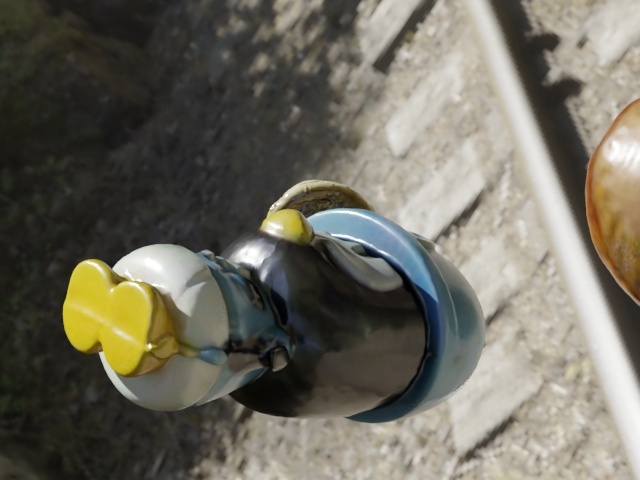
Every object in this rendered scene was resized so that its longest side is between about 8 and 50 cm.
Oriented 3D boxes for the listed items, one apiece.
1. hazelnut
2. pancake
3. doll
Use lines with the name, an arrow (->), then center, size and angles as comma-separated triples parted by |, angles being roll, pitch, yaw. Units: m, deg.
hazelnut -> 0.286, -0.014, 0.923 | 0.176, 0.214, 0.214 | -55, 24, 2
pancake -> 0.000, 0.000, 1.485 | 0.139, 0.139, 0.022 | -57, 9, 8
doll -> -0.009, 0.048, 0.878 | 0.177, 0.314, 0.141 | 21, 103, 44
